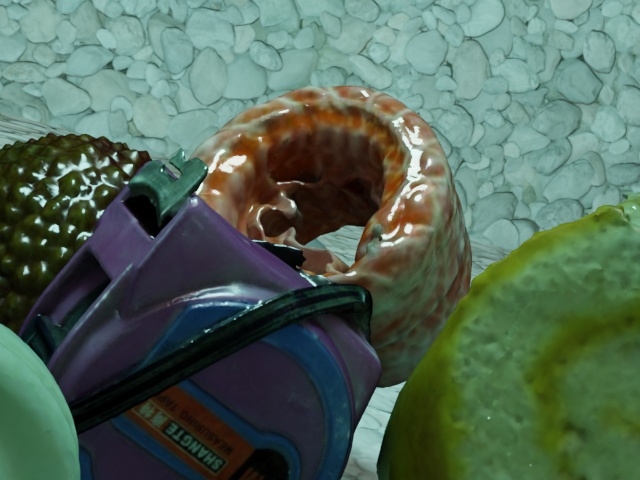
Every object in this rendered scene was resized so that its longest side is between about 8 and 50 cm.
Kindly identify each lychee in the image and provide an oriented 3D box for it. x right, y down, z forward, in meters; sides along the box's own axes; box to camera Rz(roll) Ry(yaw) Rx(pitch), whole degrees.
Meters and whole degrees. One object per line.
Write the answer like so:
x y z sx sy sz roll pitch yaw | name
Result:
-0.212 0.028 1.202 0.236 0.236 0.271 15 32 -14 | lychee

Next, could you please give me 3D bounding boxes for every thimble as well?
0.000 0.000 1.132 0.239 0.239 0.162 23 -31 30 | thimble

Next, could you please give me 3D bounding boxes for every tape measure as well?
-0.085 0.093 0.948 0.231 0.245 0.149 43 -1 -32 | tape measure

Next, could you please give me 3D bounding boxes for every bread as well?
0.219 0.184 0.925 0.395 0.264 0.239 57 15 7 | bread

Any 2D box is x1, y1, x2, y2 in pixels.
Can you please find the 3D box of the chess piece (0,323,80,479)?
-0.212 0.158 0.620 0.194 0.195 0.299 16 19 -9 | chess piece

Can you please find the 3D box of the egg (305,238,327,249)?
-0.073 0.056 1.407 0.232 0.176 0.176 20 8 -21 | egg

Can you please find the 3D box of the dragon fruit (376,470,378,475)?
0.203 0.164 1.173 0.283 0.221 0.204 16 15 6 | dragon fruit
